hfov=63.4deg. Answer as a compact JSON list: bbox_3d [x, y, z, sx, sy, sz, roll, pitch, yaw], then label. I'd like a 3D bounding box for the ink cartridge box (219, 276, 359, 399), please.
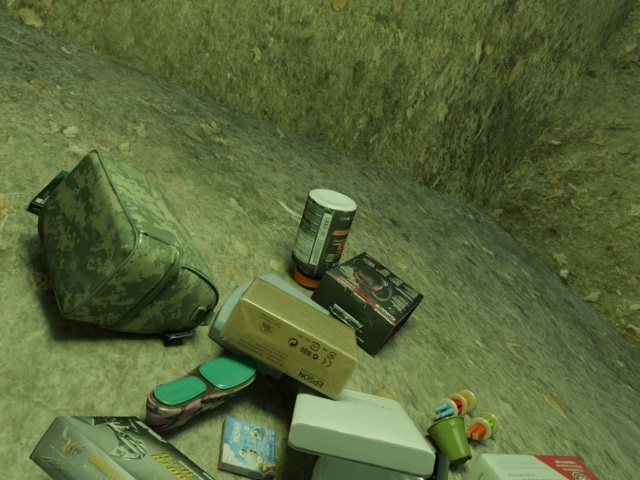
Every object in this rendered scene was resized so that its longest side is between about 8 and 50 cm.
[{"bbox_3d":[-0.051,0.173,0.966,0.234,0.088,0.193,28,6,-1],"label":"ink cartridge box"}]

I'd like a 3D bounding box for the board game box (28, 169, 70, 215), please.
[{"bbox_3d":[-0.552,-0.091,1.163,0.126,0.026,0.186,24,24,-16],"label":"board game box"}]

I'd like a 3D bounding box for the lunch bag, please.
[{"bbox_3d":[-0.339,0.022,0.962,0.256,0.212,0.305,28,19,-53],"label":"lunch bag"}]

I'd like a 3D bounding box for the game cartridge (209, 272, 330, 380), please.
[{"bbox_3d":[-0.108,0.171,1.139,0.198,0.062,0.297,38,24,6],"label":"game cartridge"}]

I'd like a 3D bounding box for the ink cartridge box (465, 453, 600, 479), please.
[{"bbox_3d":[0.432,0.535,0.812,0.279,0.161,0.385,15,17,-29],"label":"ink cartridge box"}]

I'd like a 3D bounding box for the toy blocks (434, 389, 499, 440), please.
[{"bbox_3d":[0.328,0.407,1.180,0.148,0.054,0.123,2,36,-49],"label":"toy blocks"}]

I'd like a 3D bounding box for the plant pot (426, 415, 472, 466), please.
[{"bbox_3d":[0.275,0.419,1.074,0.083,0.083,0.079,14,39,-33],"label":"plant pot"}]

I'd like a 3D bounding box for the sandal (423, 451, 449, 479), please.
[{"bbox_3d":[0.182,0.449,0.882,0.054,0.097,0.254,8,17,16],"label":"sandal"}]

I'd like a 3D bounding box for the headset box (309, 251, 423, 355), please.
[{"bbox_3d":[0.120,0.159,1.362,0.218,0.110,0.293,37,24,15],"label":"headset box"}]

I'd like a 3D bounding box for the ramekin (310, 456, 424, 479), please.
[{"bbox_3d":[0.066,0.412,0.767,0.207,0.109,0.207,24,19,-9],"label":"ramekin"}]

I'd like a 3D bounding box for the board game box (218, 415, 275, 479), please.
[{"bbox_3d":[-0.116,0.334,0.834,0.089,0.020,0.090,22,24,-17],"label":"board game box"}]

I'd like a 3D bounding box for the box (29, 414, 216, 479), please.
[{"bbox_3d":[-0.198,0.296,0.619,0.230,0.056,0.183,30,-13,18],"label":"box"}]

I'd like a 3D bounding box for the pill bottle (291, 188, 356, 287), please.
[{"bbox_3d":[0.000,0.000,1.357,0.130,0.246,0.130,14,24,-6],"label":"pill bottle"}]

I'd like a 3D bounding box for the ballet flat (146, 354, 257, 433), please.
[{"bbox_3d":[-0.194,0.248,0.840,0.076,0.079,0.221,34,23,25],"label":"ballet flat"}]

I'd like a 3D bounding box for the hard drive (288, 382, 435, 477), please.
[{"bbox_3d":[0.056,0.297,0.858,0.202,0.040,0.307,12,-4,1],"label":"hard drive"}]
